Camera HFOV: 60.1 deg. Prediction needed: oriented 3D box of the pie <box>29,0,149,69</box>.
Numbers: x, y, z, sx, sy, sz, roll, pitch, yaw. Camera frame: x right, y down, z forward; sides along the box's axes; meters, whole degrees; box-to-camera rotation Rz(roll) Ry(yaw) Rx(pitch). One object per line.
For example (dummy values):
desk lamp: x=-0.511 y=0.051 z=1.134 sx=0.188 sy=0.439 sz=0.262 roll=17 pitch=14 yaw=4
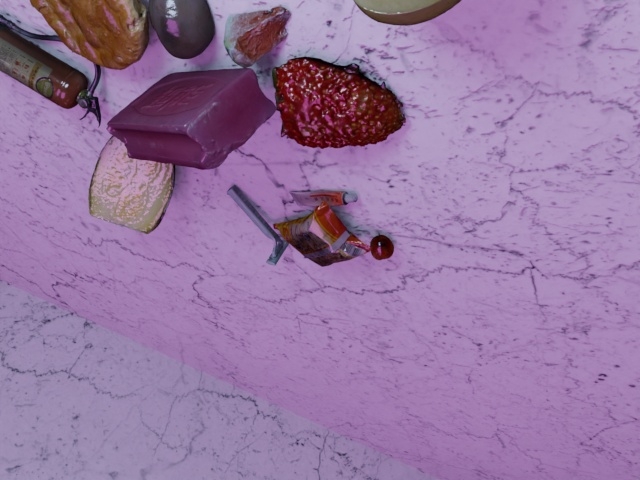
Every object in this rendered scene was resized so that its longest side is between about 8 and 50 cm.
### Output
pie: x=-0.533 y=-0.545 z=1.272 sx=0.339 sy=0.083 sz=0.339 roll=22 pitch=142 yaw=18

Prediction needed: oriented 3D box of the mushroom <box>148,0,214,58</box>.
mushroom: x=-0.318 y=-0.489 z=1.236 sx=0.141 sy=0.117 sz=0.188 roll=2 pitch=136 yaw=10

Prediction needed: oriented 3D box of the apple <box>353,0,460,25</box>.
apple: x=0.136 y=-0.482 z=0.835 sx=0.254 sy=0.292 sz=0.292 roll=-20 pitch=129 yaw=15

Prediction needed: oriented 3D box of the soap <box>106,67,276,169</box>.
soap: x=-0.308 y=-0.286 z=1.299 sx=0.359 sy=0.233 sz=0.128 roll=13 pitch=144 yaw=43

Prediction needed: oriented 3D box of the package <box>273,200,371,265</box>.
package: x=-0.005 y=-0.004 z=1.667 sx=0.223 sy=0.108 sz=0.288 roll=41 pitch=147 yaw=-17

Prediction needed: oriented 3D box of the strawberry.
strawberry: x=0.031 y=-0.293 z=1.260 sx=0.306 sy=0.137 sz=0.233 roll=11 pitch=141 yaw=20

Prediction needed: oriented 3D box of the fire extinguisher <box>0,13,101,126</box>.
fire extinguisher: x=-0.742 y=-0.470 z=1.483 sx=0.376 sy=0.113 sz=0.200 roll=32 pitch=143 yaw=-11

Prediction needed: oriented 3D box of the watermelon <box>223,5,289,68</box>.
watermelon: x=-0.142 y=-0.458 z=1.225 sx=0.158 sy=0.121 sz=0.098 roll=-39 pitch=140 yaw=4

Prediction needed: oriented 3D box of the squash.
squash: x=-0.549 y=-0.190 z=1.656 sx=0.234 sy=0.210 sz=0.309 roll=21 pitch=151 yaw=-17

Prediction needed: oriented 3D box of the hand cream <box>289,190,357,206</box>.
hand cream: x=0.008 y=-0.122 z=1.582 sx=0.216 sy=0.038 sz=0.052 roll=1 pitch=111 yaw=34

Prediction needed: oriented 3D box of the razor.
razor: x=-0.195 y=-0.058 z=1.739 sx=0.056 sy=0.111 sz=0.278 roll=-15 pitch=121 yaw=36

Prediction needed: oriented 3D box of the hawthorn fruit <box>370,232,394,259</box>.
hawthorn fruit: x=0.180 y=0.020 z=1.631 sx=0.077 sy=0.077 sz=0.077 roll=15 pitch=144 yaw=12
